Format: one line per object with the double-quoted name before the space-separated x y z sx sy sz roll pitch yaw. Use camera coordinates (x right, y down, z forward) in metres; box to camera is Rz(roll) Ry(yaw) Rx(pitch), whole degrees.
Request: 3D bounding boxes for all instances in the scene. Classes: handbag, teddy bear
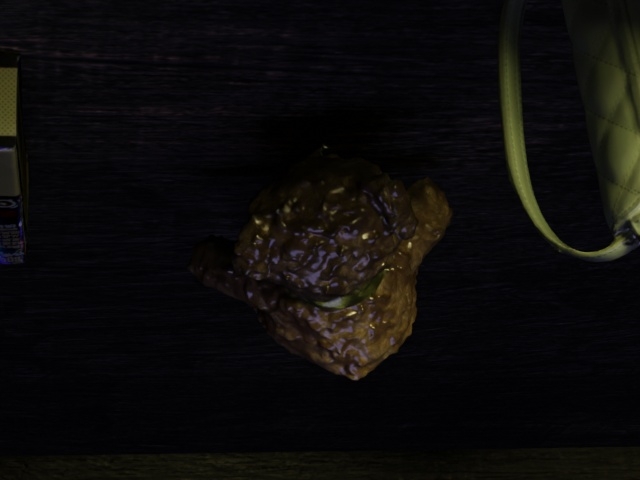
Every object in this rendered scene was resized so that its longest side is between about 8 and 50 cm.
"handbag" 0.206 -0.114 1.223 0.219 0.256 0.079 -25 152 36
"teddy bear" -0.001 -0.006 1.765 0.246 0.222 0.296 -9 -154 1

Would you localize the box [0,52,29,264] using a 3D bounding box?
"box" -0.343 -0.061 1.605 0.198 0.084 0.310 0 163 -8
